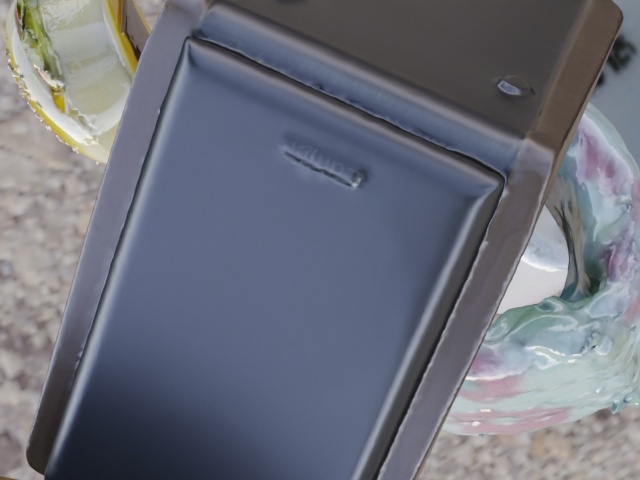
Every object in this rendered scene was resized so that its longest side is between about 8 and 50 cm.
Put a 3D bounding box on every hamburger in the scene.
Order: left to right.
[{"bbox_3d":[-0.149,-0.113,1.228,0.081,0.141,0.126,-23,49,9],"label":"hamburger"}]

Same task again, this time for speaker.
[{"bbox_3d":[0.000,0.000,0.789,0.153,0.192,0.231,24,120,4],"label":"speaker"}]

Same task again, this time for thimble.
[{"bbox_3d":[0.082,0.009,1.004,0.211,0.149,0.185,35,85,19],"label":"thimble"}]

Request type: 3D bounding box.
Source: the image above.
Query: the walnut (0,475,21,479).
[{"bbox_3d":[-0.149,0.268,0.821,0.398,0.308,0.354,46,152,-12],"label":"walnut"}]

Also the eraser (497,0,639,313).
[{"bbox_3d":[0.083,-0.149,1.307,0.331,0.331,0.150,61,161,6],"label":"eraser"}]
